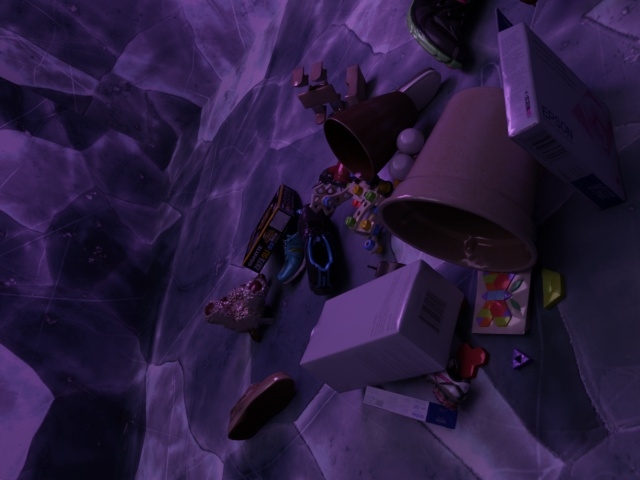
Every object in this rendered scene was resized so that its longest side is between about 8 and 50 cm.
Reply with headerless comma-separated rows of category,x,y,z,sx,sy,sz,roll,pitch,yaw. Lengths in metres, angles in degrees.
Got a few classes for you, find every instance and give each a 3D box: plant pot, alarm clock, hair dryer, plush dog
plant pot,0.329,-0.138,1.154,0.333,0.333,0.306,-1,62,56
alarm clock,0.221,0.101,1.381,0.191,0.129,0.064,5,74,29
plant pot,0.163,-0.325,1.565,0.230,0.215,0.215,-39,29,-13
hair dryer,0.057,-0.252,1.888,0.293,0.080,0.224,-48,36,27
plush dog,-0.281,0.240,2.013,0.262,0.211,0.225,-28,25,6

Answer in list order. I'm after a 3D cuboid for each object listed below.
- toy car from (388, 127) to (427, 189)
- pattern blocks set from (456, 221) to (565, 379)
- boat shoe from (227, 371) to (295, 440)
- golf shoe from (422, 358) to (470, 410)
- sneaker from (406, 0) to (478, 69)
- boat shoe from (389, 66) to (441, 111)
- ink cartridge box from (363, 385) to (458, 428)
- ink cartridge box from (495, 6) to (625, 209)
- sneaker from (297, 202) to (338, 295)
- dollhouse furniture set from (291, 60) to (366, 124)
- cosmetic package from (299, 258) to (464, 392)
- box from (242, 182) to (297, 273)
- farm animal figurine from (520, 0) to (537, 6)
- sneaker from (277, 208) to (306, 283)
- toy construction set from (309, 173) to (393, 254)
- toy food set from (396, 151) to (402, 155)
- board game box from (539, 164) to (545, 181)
toy car,0.276,-0.214,1.504,0.136,0.159,0.182,16,81,23
pattern blocks set,0.397,0.125,1.189,0.285,0.026,0.325,-30,46,44
boat shoe,-0.204,0.510,1.734,0.341,0.121,0.110,-49,36,28
golf shoe,0.275,0.294,1.215,0.086,0.067,0.186,-57,28,11
sneaker,0.381,-0.718,1.619,0.202,0.185,0.484,-33,46,47
boat shoe,0.250,-0.430,1.692,0.305,0.109,0.091,-46,42,36
ink cartridge box,0.201,0.381,1.242,0.207,0.097,0.046,-5,65,55
ink cartridge box,0.470,-0.268,1.056,0.071,0.324,0.331,-25,51,45
sneaker,0.000,0.000,1.729,0.140,0.124,0.341,88,171,-55
dollhouse furniture set,0.038,-0.522,1.978,0.241,0.212,0.161,-10,56,22
cosmetic package,0.138,0.221,1.318,0.385,0.156,0.217,-32,26,50
box,-0.184,-0.052,2.012,0.257,0.079,0.322,-59,11,18
farm animal figurine,0.602,-0.706,1.319,0.326,0.172,0.331,-21,44,33
sneaker,-0.093,0.018,1.905,0.107,0.109,0.276,22,89,58
toy construction set,0.114,-0.110,1.663,0.327,0.151,0.215,33,98,47
toy food set,0.251,-0.242,1.651,0.083,0.020,0.083,-49,35,26
board game box,0.483,-0.241,1.282,0.146,0.045,0.194,19,87,58
